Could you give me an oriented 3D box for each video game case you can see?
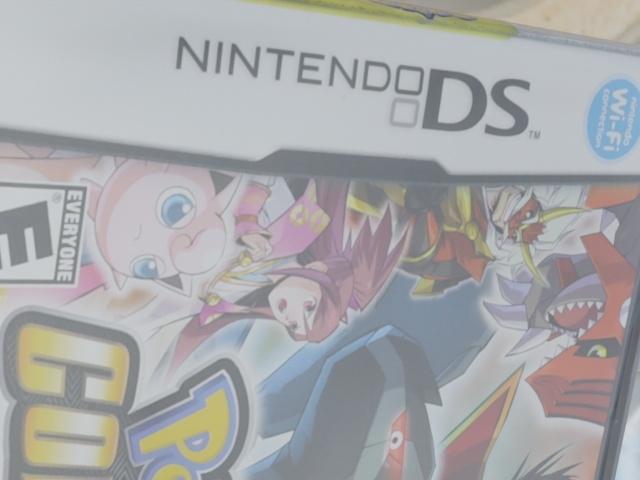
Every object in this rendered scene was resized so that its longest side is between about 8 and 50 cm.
[{"bbox_3d":[-0.010,0.068,0.388,0.035,0.248,0.274,22,-74,53],"label":"video game case"}]

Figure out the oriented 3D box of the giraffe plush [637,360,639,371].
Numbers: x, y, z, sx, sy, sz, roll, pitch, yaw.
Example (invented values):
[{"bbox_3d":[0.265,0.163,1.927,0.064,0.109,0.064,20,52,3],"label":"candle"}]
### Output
[{"bbox_3d":[0.360,0.065,1.163,0.170,0.210,0.181,-45,131,-80],"label":"giraffe plush"}]
